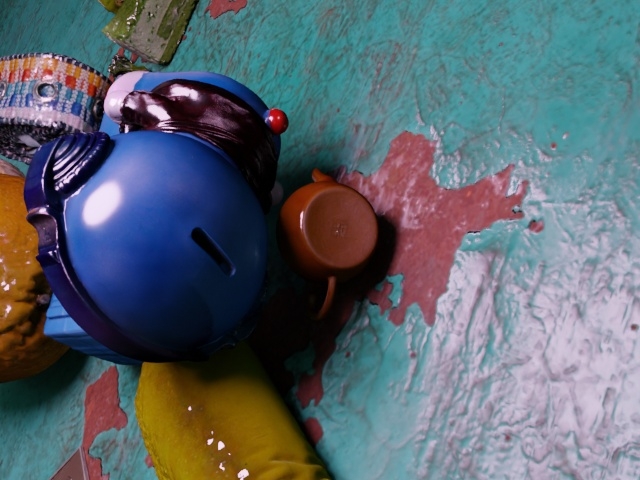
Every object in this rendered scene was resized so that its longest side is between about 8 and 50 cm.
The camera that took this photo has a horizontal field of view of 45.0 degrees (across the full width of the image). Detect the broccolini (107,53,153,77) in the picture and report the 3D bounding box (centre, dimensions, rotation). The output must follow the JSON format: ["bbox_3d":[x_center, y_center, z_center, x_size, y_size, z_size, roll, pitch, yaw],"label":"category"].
[{"bbox_3d":[-0.300,-0.290,1.331,0.218,0.042,0.044,22,84,42],"label":"broccolini"}]

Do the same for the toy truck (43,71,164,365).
[{"bbox_3d":[-0.223,-0.034,1.015,0.161,0.162,0.385,-9,63,43],"label":"toy truck"}]

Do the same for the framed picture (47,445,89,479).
[{"bbox_3d":[-0.347,0.334,1.056,0.089,0.006,0.066,-47,44,17],"label":"framed picture"}]

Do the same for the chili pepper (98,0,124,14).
[{"bbox_3d":[-0.409,-0.473,1.514,0.202,0.052,0.050,40,128,46],"label":"chili pepper"}]

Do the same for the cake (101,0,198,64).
[{"bbox_3d":[-0.272,-0.420,1.313,0.099,0.100,0.235,19,84,48],"label":"cake"}]

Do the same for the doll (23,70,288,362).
[{"bbox_3d":[-0.157,-0.026,0.801,0.240,0.284,0.310,-13,40,39],"label":"doll"}]

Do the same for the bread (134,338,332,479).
[{"bbox_3d":[-0.095,0.227,0.785,0.166,0.112,0.383,-52,43,10],"label":"bread"}]

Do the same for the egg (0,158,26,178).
[{"bbox_3d":[-0.610,-0.055,1.389,0.233,0.195,0.195,-27,50,54],"label":"egg"}]

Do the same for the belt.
[{"bbox_3d":[-0.459,-0.230,1.320,0.295,0.207,0.160,-6,67,46],"label":"belt"}]

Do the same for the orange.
[{"bbox_3d":[-0.496,0.053,1.130,0.357,0.322,0.322,7,74,40],"label":"orange"}]

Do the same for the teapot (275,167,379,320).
[{"bbox_3d":[0.000,0.000,0.827,0.116,0.116,0.173,-8,74,42],"label":"teapot"}]
